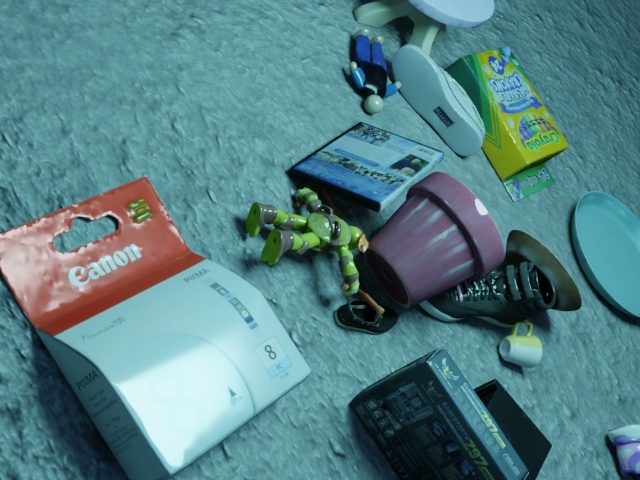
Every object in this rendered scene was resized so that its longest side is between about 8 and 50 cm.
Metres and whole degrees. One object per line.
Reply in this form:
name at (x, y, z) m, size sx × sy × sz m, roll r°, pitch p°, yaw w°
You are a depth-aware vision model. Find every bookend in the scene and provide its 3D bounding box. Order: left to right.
bookend at (0.293, 0.346, 1.715) m, size 0.156 × 0.072 × 0.157 m, roll 49°, pitch 42°, yaw -5°

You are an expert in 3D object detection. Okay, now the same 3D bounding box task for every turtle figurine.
turtle figurine at (0.000, 0.000, 1.642) m, size 0.217 × 0.087 × 0.269 m, roll 3°, pitch 52°, yaw -40°

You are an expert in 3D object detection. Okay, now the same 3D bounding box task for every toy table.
toy table at (0.215, -0.487, 2.132) m, size 0.274 × 0.161 × 0.252 m, roll 16°, pitch 54°, yaw -35°

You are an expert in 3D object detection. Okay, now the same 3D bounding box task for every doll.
doll at (0.105, -0.328, 2.009) m, size 0.129 × 0.046 × 0.189 m, roll 22°, pitch 50°, yaw -31°

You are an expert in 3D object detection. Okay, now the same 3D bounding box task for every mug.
mug at (0.367, 0.196, 1.898) m, size 0.064 × 0.062 × 0.078 m, roll 11°, pitch 56°, yaw -28°

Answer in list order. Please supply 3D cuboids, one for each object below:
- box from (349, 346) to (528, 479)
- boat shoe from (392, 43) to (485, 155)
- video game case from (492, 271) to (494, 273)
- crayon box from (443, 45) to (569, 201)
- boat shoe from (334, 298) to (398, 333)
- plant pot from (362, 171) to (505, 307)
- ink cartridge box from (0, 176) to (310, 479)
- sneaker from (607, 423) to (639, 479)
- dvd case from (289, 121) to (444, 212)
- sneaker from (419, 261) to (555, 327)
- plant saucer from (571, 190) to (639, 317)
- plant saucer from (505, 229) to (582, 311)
box at (0.178, 0.299, 1.554) m, size 0.233 × 0.183 × 0.059 m, roll 55°, pitch 41°, yaw 1°
boat shoe at (0.250, -0.298, 2.091) m, size 0.267 × 0.096 × 0.088 m, roll 47°, pitch 37°, yaw -11°
video game case at (0.260, 0.002, 1.959) m, size 0.166 × 0.015 × 0.119 m, roll 12°, pitch 56°, yaw -38°
crayon box at (0.417, -0.261, 2.230) m, size 0.203 × 0.083 × 0.323 m, roll -23°, pitch 81°, yaw -48°
boat shoe at (0.085, 0.125, 1.692) m, size 0.133 × 0.042 × 0.049 m, roll 9°, pitch 55°, yaw -41°
plant pot at (0.180, 0.013, 1.724) m, size 0.180 × 0.201 × 0.201 m, roll -36°, pitch 90°, yaw -16°
ink cartridge box at (-0.221, 0.097, 1.385) m, size 0.308 × 0.091 × 0.385 m, roll -29°, pitch 87°, yaw -49°
sneaker at (0.661, 0.429, 2.000) m, size 0.236 × 0.095 × 0.104 m, roll 14°, pitch 61°, yaw -31°
dvd case at (0.086, -0.135, 1.803) m, size 0.180 × 0.022 × 0.253 m, roll 23°, pitch 35°, yaw 23°
sneaker at (0.304, 0.083, 1.846) m, size 0.295 × 0.147 × 0.104 m, roll 13°, pitch 57°, yaw -36°
plant saucer at (0.667, 0.037, 2.297) m, size 0.317 × 0.043 × 0.318 m, roll 24°, pitch 49°, yaw -31°
plant saucer at (0.421, 0.067, 1.970) m, size 0.036 × 0.198 × 0.198 m, roll -39°, pitch 94°, yaw -11°
